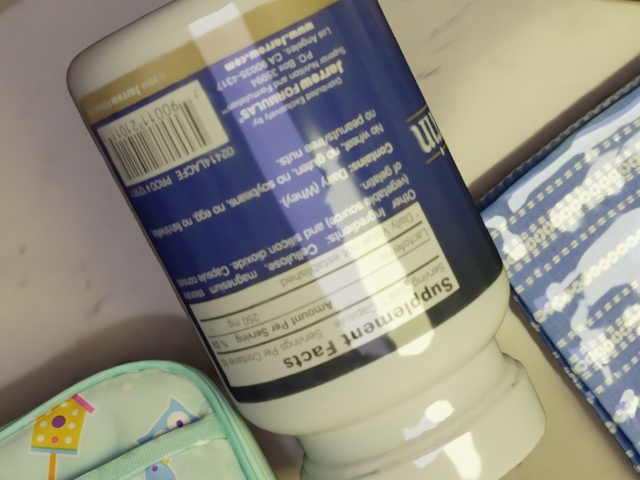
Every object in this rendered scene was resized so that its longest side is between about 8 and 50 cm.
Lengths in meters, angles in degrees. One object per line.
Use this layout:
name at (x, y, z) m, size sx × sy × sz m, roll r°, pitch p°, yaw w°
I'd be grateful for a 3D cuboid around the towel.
towel at (0.264, 0.049, 0.765) m, size 0.243 × 0.040 × 0.336 m, roll -37°, pitch 101°, yaw 2°

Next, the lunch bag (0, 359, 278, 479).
lunch bag at (-0.137, 0.197, 0.693) m, size 0.279 × 0.108 × 0.224 m, roll -27°, pitch 74°, yaw -4°

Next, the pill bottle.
pill bottle at (0.000, 0.000, 0.688) m, size 0.153 × 0.153 × 0.264 m, roll -27°, pitch 99°, yaw -2°
